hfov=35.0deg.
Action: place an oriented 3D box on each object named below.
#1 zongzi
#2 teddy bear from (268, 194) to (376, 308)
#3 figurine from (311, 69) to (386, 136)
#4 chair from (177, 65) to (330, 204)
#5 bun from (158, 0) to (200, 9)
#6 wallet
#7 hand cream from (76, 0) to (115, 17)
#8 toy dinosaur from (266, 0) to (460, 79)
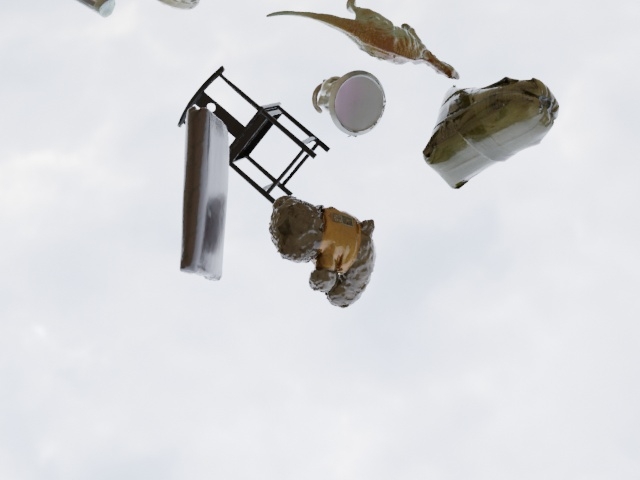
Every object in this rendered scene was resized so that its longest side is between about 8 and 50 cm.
[{"bbox_3d":[0.319,-0.251,1.850,0.251,0.125,0.274,-26,-149,35],"label":"zongzi"},{"bbox_3d":[0.000,0.000,1.660,0.190,0.140,0.177,18,-136,-31],"label":"teddy bear"},{"bbox_3d":[0.041,-0.279,2.025,0.132,0.132,0.154,-30,-155,-19],"label":"figurine"},{"bbox_3d":[-0.134,-0.210,2.025,0.260,0.154,0.141,42,-163,3],"label":"chair"},{"bbox_3d":[-0.191,-0.351,1.173,0.114,0.166,0.173,0,180,-6],"label":"bun"},{"bbox_3d":[-0.163,-0.061,1.419,0.049,0.182,0.229,1,-95,5],"label":"wallet"},{"bbox_3d":[-0.584,-0.598,2.374,0.255,0.048,0.079,35,-122,21],"label":"hand cream"},{"bbox_3d":[0.084,-0.402,1.946,0.393,0.092,0.205,16,-156,-30],"label":"toy dinosaur"}]
